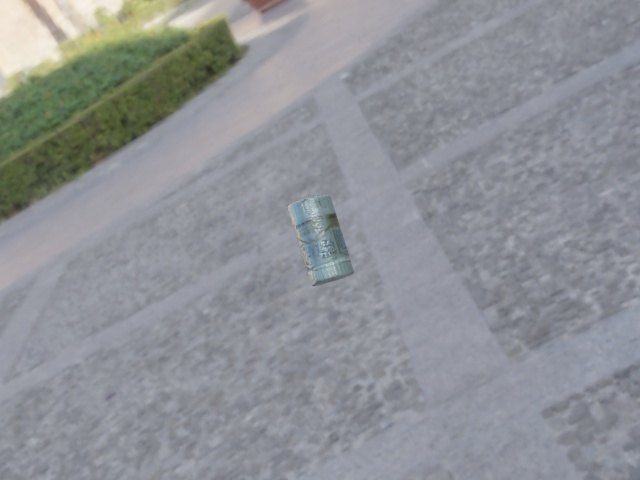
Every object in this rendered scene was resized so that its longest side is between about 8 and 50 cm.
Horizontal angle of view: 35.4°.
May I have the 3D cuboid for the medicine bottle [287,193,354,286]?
[{"bbox_3d":[0.000,0.000,0.999,0.047,0.083,0.047,-17,-7,-2],"label":"medicine bottle"}]
